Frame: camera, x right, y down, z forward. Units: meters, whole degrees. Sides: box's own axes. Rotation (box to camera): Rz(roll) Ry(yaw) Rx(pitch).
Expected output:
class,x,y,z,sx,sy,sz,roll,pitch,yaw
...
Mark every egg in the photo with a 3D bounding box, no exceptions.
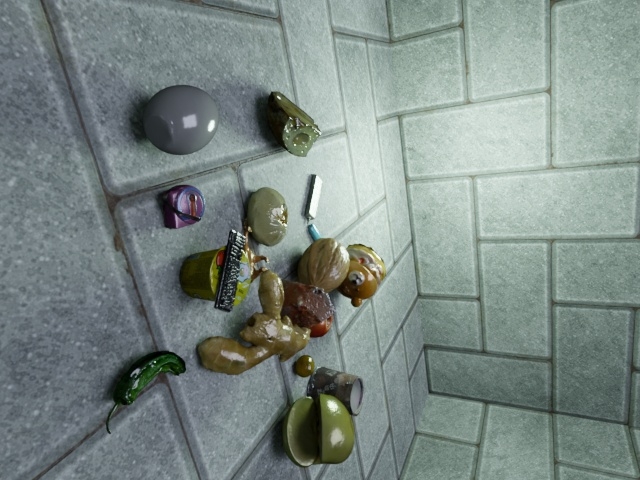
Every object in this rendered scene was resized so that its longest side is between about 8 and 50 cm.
class,x,y,z,sx,sy,sz,roll,pitch,yaw
egg,-0.367,-0.328,1.107,0.232,0.176,0.176,-55,135,-46

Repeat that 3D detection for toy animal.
class,x,y,z,sx,sy,sz,roll,pitch,yaw
toy animal,-0.255,0.049,1.415,0.114,0.116,0.256,31,50,-51

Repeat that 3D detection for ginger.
class,x,y,z,sx,sy,sz,roll,pitch,yaw
ginger,-0.185,0.336,1.372,0.348,0.122,0.363,52,57,-30

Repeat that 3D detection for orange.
class,x,y,z,sx,sy,sz,roll,pitch,yaw
orange,-0.065,0.535,1.749,0.085,0.085,0.095,60,42,-42

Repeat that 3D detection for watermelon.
class,x,y,z,sx,sy,sz,roll,pitch,yaw
watermelon,-0.073,0.256,1.561,0.140,0.256,0.193,-48,124,-52

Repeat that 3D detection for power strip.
class,x,y,z,sx,sy,sz,roll,pitch,yaw
power strip,-0.033,-0.192,1.882,0.060,0.027,0.253,40,55,-55

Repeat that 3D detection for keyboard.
class,x,y,z,sx,sy,sz,roll,pitch,yaw
keyboard,-0.253,0.087,1.170,0.072,0.023,0.231,38,54,-58

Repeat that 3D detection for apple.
class,x,y,z,sx,sy,sz,roll,pitch,yaw
apple,-0.009,0.758,1.635,0.292,0.291,0.254,51,29,-49
apple,-0.019,0.344,1.778,0.163,0.139,0.164,12,76,-61

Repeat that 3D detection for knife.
class,x,y,z,sx,sy,sz,roll,pitch,yaw
knife,0.000,0.000,1.938,0.222,0.031,0.064,55,47,-41

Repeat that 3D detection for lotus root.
class,x,y,z,sx,sy,sz,roll,pitch,yaw
lotus root,-0.123,-0.453,1.627,0.314,0.142,0.210,19,35,-56

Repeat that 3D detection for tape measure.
class,x,y,z,sx,sy,sz,roll,pitch,yaw
tape measure,-0.393,-0.099,1.165,0.125,0.074,0.118,-20,113,-55

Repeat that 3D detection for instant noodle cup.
class,x,y,z,sx,sy,sz,roll,pitch,yaw
instant noodle cup,0.078,0.697,1.881,0.217,0.207,0.218,-1,91,-63
instant noodle cup,-0.318,0.104,1.224,0.182,0.144,0.182,8,81,-61

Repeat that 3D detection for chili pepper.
class,x,y,z,sx,sy,sz,roll,pitch,yaw
chili pepper,-0.451,0.356,1.053,0.279,0.065,0.122,-28,110,-63

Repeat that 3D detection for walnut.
class,x,y,z,sx,sy,sz,roll,pitch,yaw
walnut,0.012,0.109,1.757,0.261,0.224,0.225,-67,144,-45

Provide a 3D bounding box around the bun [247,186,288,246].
class,x,y,z,sx,sy,sz,roll,pitch,yaw
bun,-0.175,-0.088,1.512,0.222,0.127,0.223,13,75,-60

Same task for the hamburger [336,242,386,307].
class,x,y,z,sx,sy,sz,roll,pitch,yaw
hamburger,0.173,0.178,2.037,0.237,0.276,0.277,-50,132,-36
